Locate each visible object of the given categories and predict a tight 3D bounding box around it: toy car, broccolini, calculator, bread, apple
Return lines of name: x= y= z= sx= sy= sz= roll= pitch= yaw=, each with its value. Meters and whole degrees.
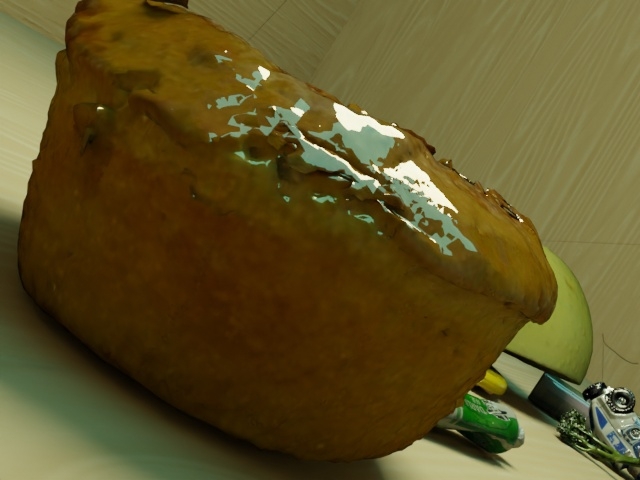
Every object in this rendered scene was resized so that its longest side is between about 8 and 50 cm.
toy car: x=0.430 y=0.277 z=1.400 sx=0.171 sy=0.070 sz=0.080 roll=59 pitch=-6 yaw=27
broccolini: x=0.393 y=0.275 z=1.309 sx=0.194 sy=0.054 sz=0.052 roll=13 pitch=-52 yaw=46
calculator: x=0.185 y=0.157 z=1.380 sx=0.146 sy=0.032 sz=0.235 roll=32 pitch=3 yaw=-11
bread: x=-0.033 y=-0.011 z=0.643 sx=0.337 sy=0.204 sz=0.358 roll=35 pitch=8 yaw=-4
apple: x=0.210 y=0.097 z=1.488 sx=0.360 sy=0.320 sz=0.312 roll=28 pitch=40 yaw=-37

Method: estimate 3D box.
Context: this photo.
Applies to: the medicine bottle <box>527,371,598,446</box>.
medicine bottle: x=0.420 y=0.279 z=1.544 sx=0.199 sy=0.058 sz=0.057 roll=33 pitch=5 yaw=14

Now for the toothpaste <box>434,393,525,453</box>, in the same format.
toothpaste: x=0.107 y=0.149 z=0.878 sx=0.248 sy=0.047 sz=0.078 roll=26 pitch=6 yaw=-42

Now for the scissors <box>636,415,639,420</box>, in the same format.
scissors: x=0.492 y=0.294 z=1.428 sx=0.204 sy=0.027 sz=0.101 roll=-132 pitch=-161 yaw=-77
